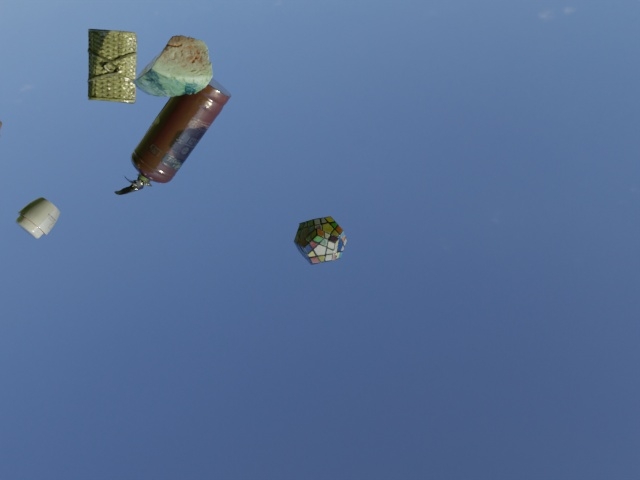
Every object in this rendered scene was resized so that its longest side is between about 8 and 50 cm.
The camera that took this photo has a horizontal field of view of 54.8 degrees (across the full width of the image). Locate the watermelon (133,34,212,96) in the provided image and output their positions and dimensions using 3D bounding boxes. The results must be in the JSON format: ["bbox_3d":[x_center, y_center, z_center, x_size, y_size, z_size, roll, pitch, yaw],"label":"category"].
[{"bbox_3d":[-0.284,-0.315,1.137,0.180,0.081,0.094,-17,-119,23],"label":"watermelon"}]

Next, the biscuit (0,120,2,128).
[{"bbox_3d":[-0.936,-0.272,1.380,0.366,0.115,0.268,28,-135,7],"label":"biscuit"}]

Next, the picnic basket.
[{"bbox_3d":[-0.587,-0.489,1.742,0.134,0.196,0.154,3,-167,-13],"label":"picnic basket"}]

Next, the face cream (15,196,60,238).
[{"bbox_3d":[-0.748,-0.061,1.636,0.091,0.091,0.095,25,-113,29],"label":"face cream"}]

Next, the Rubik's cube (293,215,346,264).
[{"bbox_3d":[0.000,0.000,1.283,0.111,0.111,0.093,-4,-153,4],"label":"Rubik's cube"}]

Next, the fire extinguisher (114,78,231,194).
[{"bbox_3d":[-0.357,-0.241,1.455,0.114,0.135,0.337,42,-76,14],"label":"fire extinguisher"}]
